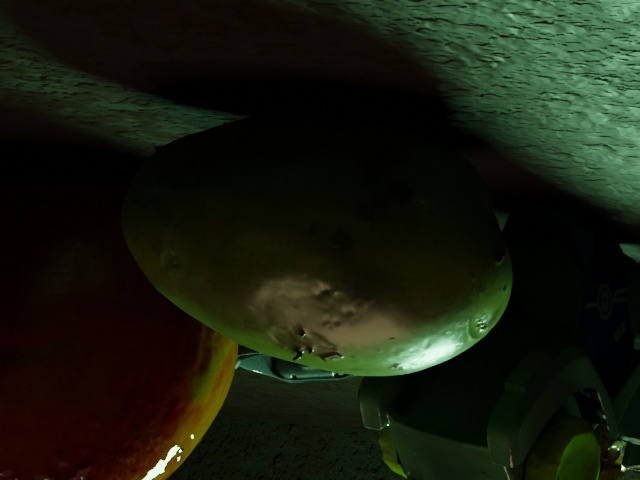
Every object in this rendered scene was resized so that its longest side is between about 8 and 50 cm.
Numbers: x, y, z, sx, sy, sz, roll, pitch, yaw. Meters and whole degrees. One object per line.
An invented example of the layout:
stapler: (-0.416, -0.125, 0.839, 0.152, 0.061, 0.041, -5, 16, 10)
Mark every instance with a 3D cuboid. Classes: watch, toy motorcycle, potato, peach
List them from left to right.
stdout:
peach: (-0.253, 0.109, 1.681, 0.373, 0.372, 0.290, 10, 166, -11)
watch: (-0.038, 0.161, 2.558, 0.206, 0.068, 0.193, -2, 163, 26)
potato: (0.001, -0.002, 1.366, 0.304, 0.215, 0.216, 17, 171, 14)
toy motorcycle: (0.193, 0.087, 1.600, 0.191, 0.326, 0.200, 11, 137, 39)

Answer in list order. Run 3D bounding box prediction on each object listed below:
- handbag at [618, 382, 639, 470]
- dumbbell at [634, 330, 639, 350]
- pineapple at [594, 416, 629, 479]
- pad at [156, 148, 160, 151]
handbag: (0.478, 0.161, 1.732, 0.326, 0.238, 0.089, 8, 134, 23)
dumbbell: (0.244, 0.191, 1.850, 0.204, 0.322, 0.204, 7, 168, 2)
pineapple: (0.277, 0.184, 2.300, 0.286, 0.209, 0.344, 47, 171, -12)
pad: (-0.074, -0.027, 1.573, 0.157, 0.003, 0.112, 24, 155, 26)
